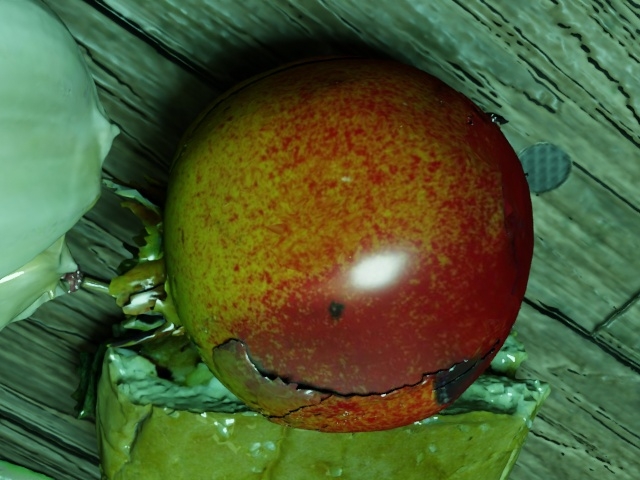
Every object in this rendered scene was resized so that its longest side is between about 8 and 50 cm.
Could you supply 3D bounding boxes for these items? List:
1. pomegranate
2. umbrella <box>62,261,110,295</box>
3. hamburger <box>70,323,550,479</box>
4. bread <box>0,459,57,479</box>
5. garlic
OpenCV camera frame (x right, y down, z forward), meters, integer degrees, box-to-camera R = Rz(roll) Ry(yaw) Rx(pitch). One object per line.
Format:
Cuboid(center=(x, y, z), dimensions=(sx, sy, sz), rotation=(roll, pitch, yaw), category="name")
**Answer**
Cuboid(center=(0.000, 0.000, 0.682), dimensions=(0.235, 0.210, 0.210), rotation=(-5, 126, 3), category="pomegranate")
Cuboid(center=(-0.206, 0.010, 0.789), dimensions=(0.165, 0.025, 0.027), rotation=(18, 145, -13), category="umbrella")
Cuboid(center=(-0.013, 0.148, 0.833), dimensions=(0.308, 0.132, 0.211), rotation=(4, 123, -7), category="hamburger")
Cuboid(center=(-0.269, 0.250, 0.955), dimensions=(0.228, 0.033, 0.229), rotation=(-1, 124, -2), category="bread")
Cuboid(center=(-0.228, -0.040, 0.637), dimensions=(0.203, 0.185, 0.281), rotation=(-24, 172, -31), category="garlic")
